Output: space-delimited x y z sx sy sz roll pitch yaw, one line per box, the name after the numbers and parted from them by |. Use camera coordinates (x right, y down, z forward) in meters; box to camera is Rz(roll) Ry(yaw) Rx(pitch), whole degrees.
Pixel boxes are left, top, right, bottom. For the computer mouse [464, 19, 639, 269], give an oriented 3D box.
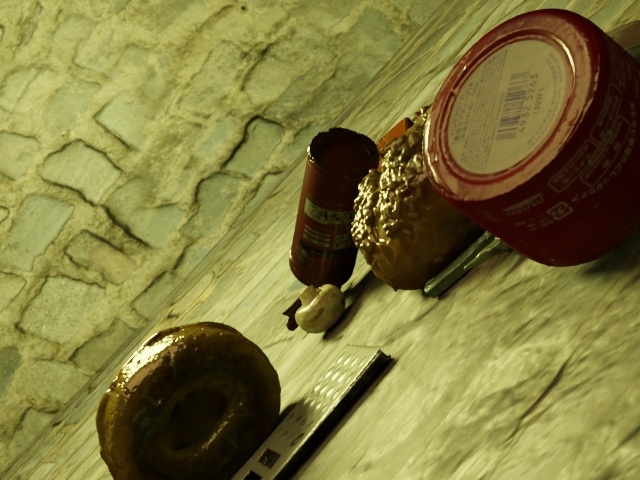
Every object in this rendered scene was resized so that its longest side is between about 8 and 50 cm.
0.281 -0.125 1.371 0.389 0.115 0.199 -44 7 8 | computer mouse

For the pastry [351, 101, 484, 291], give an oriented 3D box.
0.157 -0.084 1.595 0.311 0.162 0.255 -48 7 -14 | pastry

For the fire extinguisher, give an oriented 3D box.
0.000 0.000 1.830 0.147 0.106 0.337 -43 -25 -41 | fire extinguisher

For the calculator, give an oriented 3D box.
-0.023 0.231 1.499 0.261 0.021 0.161 -48 9 -12 | calculator

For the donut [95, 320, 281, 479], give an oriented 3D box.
-0.176 0.230 1.616 0.261 0.208 0.128 -53 11 -11 | donut

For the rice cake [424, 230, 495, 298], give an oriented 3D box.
0.174 0.026 1.480 0.121 0.021 0.022 -42 20 20 | rice cake

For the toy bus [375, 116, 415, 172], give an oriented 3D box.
0.140 -0.101 1.935 0.093 0.092 0.409 -41 11 14 | toy bus

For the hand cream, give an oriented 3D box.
0.222 -0.100 1.184 0.230 0.149 0.230 -28 47 34 | hand cream

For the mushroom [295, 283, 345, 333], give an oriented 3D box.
-0.002 0.099 1.809 0.083 0.067 0.083 -42 0 0 | mushroom
